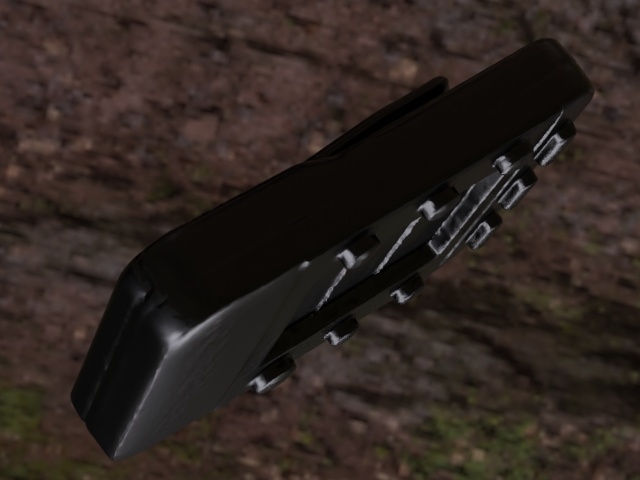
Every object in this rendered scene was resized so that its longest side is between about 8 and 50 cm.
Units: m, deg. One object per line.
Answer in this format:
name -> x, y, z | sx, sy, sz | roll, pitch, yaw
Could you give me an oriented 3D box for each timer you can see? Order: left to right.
timer -> 0.000, 0.000, 0.561 | 0.187, 0.055, 0.144 | -30, 166, -28
